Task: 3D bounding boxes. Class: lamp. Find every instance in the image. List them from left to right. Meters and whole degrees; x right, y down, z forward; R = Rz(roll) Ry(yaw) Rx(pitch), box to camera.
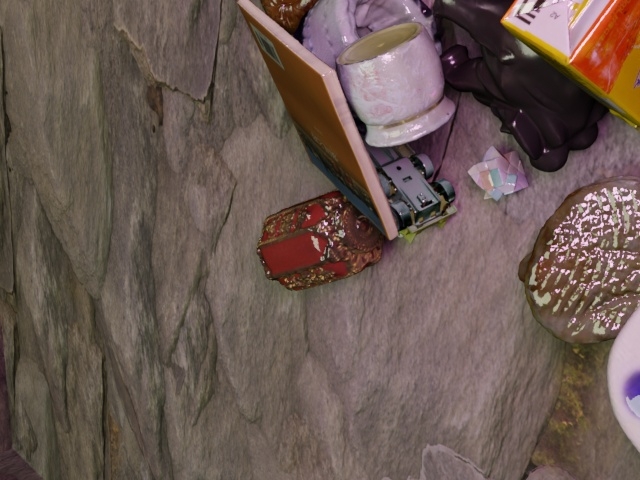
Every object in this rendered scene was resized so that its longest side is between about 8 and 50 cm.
[{"bbox_3d":[0.000,0.000,1.969,0.274,0.177,0.177,-21,89,52],"label":"lamp"}]

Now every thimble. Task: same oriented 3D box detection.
[{"bbox_3d":[0.078,-0.299,1.701,0.150,0.237,0.237,-28,83,51],"label":"thimble"}]

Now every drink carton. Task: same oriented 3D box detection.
[{"bbox_3d":[0.367,-0.240,1.264,0.111,0.351,0.155,43,105,34],"label":"drink carton"}]

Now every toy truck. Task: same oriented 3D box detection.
[{"bbox_3d":[0.107,-0.109,1.834,0.260,0.128,0.135,56,153,17],"label":"toy truck"}]

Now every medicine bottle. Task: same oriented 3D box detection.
[{"bbox_3d":[0.109,-0.223,1.534,0.147,0.147,0.143,5,128,49],"label":"medicine bottle"}]

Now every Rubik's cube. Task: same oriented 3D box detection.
[{"bbox_3d":[0.274,-0.104,1.672,0.084,0.073,0.075,60,140,10],"label":"Rubik's cube"}]

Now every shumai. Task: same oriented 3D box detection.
[{"bbox_3d":[0.415,0.023,1.536,0.271,0.203,0.222,-22,90,16],"label":"shumai"}]

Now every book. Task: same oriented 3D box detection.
[{"bbox_3d":[-0.001,-0.187,1.667,0.262,0.028,0.374,46,168,41],"label":"book"}]

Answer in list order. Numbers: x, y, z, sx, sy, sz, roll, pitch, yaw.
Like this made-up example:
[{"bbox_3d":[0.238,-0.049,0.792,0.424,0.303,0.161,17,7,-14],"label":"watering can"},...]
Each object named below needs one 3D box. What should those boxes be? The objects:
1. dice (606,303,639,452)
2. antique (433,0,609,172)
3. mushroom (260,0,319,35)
[{"bbox_3d":[0.549,0.136,1.261,0.277,0.304,0.304,47,136,26],"label":"dice"},{"bbox_3d":[0.290,-0.255,1.489,0.255,0.185,0.322,47,161,24],"label":"antique"},{"bbox_3d":[-0.018,-0.443,1.823,0.194,0.138,0.231,47,136,26],"label":"mushroom"}]
